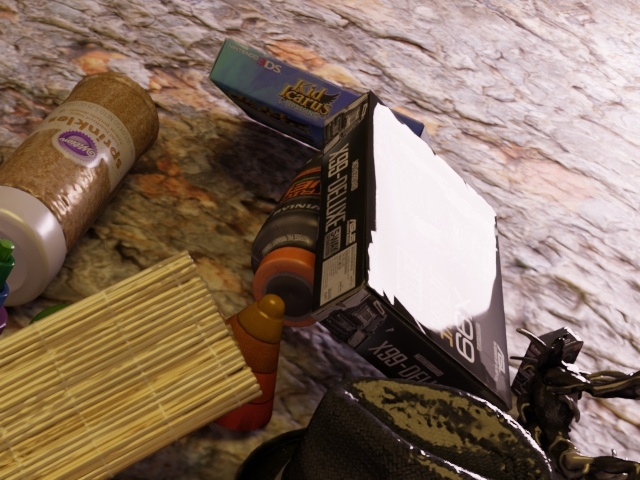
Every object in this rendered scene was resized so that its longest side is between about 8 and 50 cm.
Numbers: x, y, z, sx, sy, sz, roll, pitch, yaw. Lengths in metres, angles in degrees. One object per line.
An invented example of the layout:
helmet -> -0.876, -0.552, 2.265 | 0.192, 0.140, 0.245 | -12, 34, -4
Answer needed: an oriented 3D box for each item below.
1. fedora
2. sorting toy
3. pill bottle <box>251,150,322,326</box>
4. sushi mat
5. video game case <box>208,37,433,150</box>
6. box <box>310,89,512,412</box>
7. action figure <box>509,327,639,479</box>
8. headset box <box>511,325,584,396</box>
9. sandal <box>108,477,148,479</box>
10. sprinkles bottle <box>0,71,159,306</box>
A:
fedora -> 0.093, 0.222, 1.155 | 0.334, 0.152, 0.334 | 13, 27, -7
sorting toy -> -0.171, 0.073, 1.213 | 0.365, 0.126, 0.127 | 18, 26, -33
pill bottle -> 0.000, 0.000, 1.477 | 0.130, 0.130, 0.246 | 21, 33, 5
sushi mat -> -0.211, 0.135, 1.112 | 0.316, 0.019, 0.151 | -27, 80, -26
video game case -> 0.010, -0.152, 1.654 | 0.269, 0.061, 0.244 | 25, -3, 10
box -> 0.100, 0.021, 1.400 | 0.242, 0.076, 0.307 | 40, 34, -29
action figure -> 0.279, 0.206, 1.298 | 0.141, 0.164, 0.276 | -2, 48, -15
headset box -> 0.254, 0.136, 1.445 | 0.062, 0.083, 0.032 | -14, 45, -40
sandal -> -0.217, 0.227, 1.116 | 0.180, 0.049, 0.072 | -5, 40, -32
sprinkles bottle -> -0.291, -0.068, 1.445 | 0.121, 0.121, 0.355 | 20, 33, 2
